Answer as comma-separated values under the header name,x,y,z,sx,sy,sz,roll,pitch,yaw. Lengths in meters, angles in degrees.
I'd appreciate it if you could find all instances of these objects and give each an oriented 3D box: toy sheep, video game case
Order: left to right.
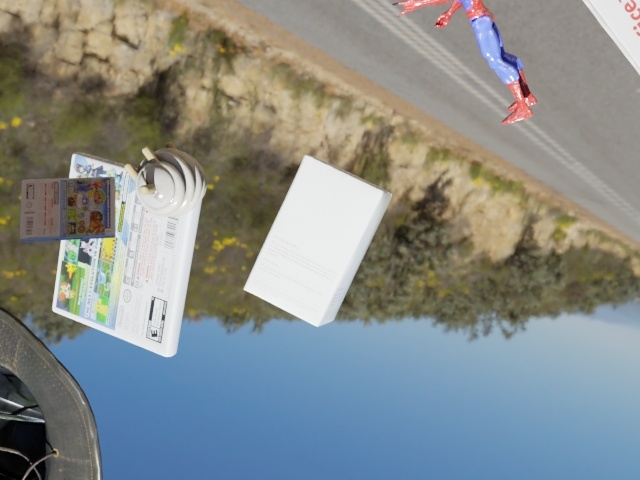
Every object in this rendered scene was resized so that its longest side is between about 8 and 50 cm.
name,x,y,z,sx,sy,sz,roll,pitch,yaw
video game case,-0.336,-0.042,1.152,0.122,0.087,0.011,-3,159,-7
video game case,-0.376,0.023,1.655,0.300,0.329,0.036,17,-167,25
toy sheep,-0.183,-0.070,1.033,0.091,0.091,0.132,19,-160,17

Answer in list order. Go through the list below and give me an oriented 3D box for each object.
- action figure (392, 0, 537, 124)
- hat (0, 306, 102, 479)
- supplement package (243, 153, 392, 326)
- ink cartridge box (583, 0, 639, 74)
name,x,y,z,sx,sy,sz,roll,pitch,yaw
action figure,0.212,-0.304,1.292,0.139,0.280,0.091,-14,-158,26
hat,-0.368,0.217,1.017,0.331,0.331,0.134,19,-165,12
supplement package,0.000,0.000,1.053,0.105,0.179,0.105,27,-176,11
ink cartridge box,0.418,-0.296,0.868,0.117,0.278,0.201,13,-135,-46
